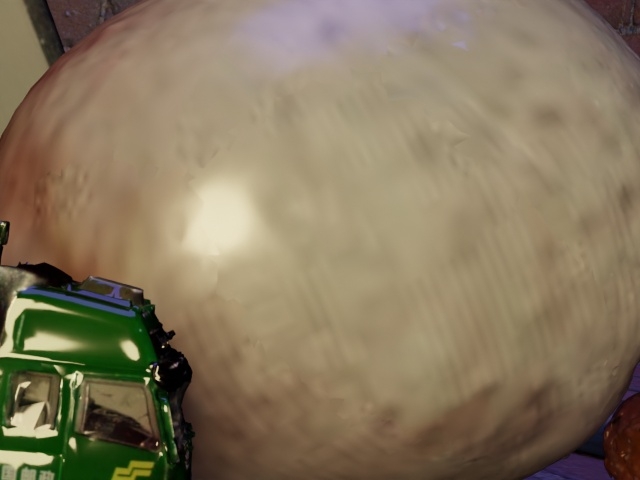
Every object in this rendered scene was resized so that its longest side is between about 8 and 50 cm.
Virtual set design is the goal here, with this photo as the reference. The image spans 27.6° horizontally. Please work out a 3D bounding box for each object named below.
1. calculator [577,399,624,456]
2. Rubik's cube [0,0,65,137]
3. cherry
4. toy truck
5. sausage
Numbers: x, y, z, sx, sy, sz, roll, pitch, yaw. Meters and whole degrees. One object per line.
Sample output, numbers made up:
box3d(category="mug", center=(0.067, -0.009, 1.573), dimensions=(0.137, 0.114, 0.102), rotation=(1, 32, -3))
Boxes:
box3d(category="calculator", center=(0.237, 0.148, 1.023), dimensions=(0.210, 0.039, 0.121), rotation=(8, 1, 42))
box3d(category="Rubik's cube", center=(-0.369, -0.119, 0.830), dimensions=(0.316, 0.313, 0.318), rotation=(-26, 17, -28))
box3d(category="cherry", center=(0.012, 0.000, 0.613), dimensions=(0.326, 0.291, 0.335), rotation=(-1, 6, 15))
box3d(category="toy truck", center=(-0.165, 0.047, 0.388), dimensions=(0.259, 0.121, 0.088), rotation=(7, 0, -5))
box3d(category="sausage", center=(0.236, 0.130, 0.805), dimensions=(0.141, 0.076, 0.076), rotation=(6, 0, -33))
